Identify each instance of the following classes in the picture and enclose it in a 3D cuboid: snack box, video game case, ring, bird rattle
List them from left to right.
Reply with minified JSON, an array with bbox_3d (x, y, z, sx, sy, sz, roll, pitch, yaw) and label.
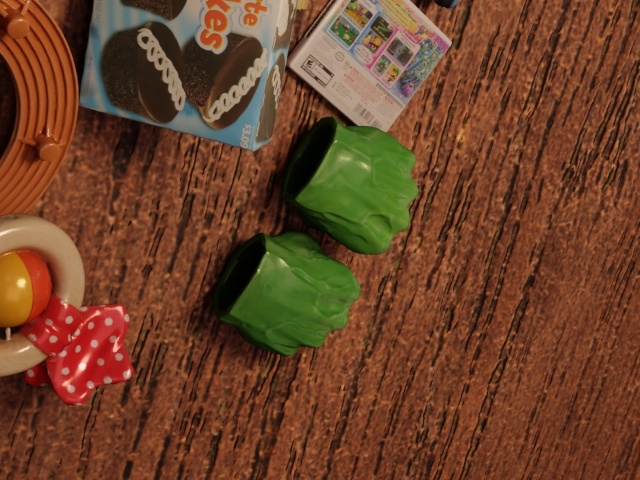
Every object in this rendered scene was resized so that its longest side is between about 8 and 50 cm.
[{"bbox_3d":[-0.376,-0.101,1.268,0.336,0.032,0.336,-19,132,-22],"label":"ring"},{"bbox_3d":[-0.294,0.075,1.366,0.253,0.143,0.207,-7,116,-33],"label":"bird rattle"},{"bbox_3d":[-0.111,-0.262,1.318,0.060,0.187,0.322,-41,144,-69],"label":"snack box"},{"bbox_3d":[0.055,-0.206,1.544,0.157,0.019,0.143,37,88,-37],"label":"video game case"}]

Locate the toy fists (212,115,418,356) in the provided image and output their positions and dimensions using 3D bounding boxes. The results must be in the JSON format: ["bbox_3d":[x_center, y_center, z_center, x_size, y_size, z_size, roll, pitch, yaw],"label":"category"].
[{"bbox_3d":[0.000,0.000,1.555,0.142,0.096,0.279,29,96,-27],"label":"toy fists"}]

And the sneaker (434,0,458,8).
[{"bbox_3d":[0.111,-0.335,1.503,0.078,0.067,0.188,-19,124,1],"label":"sneaker"}]

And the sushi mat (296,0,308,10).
[{"bbox_3d":[-0.008,-0.373,1.374,0.151,0.019,0.316,-37,141,-68],"label":"sushi mat"}]
